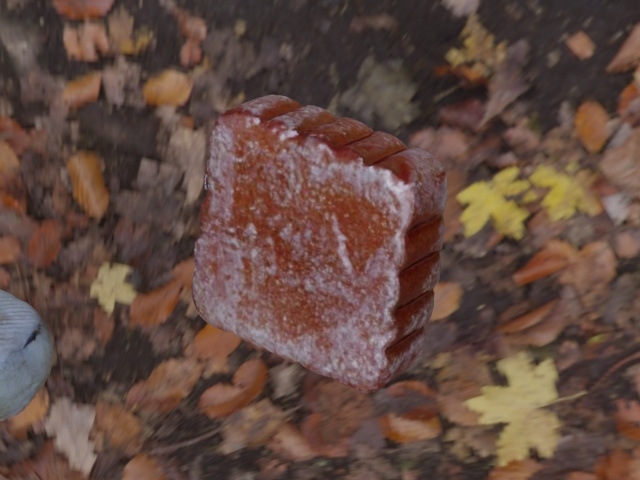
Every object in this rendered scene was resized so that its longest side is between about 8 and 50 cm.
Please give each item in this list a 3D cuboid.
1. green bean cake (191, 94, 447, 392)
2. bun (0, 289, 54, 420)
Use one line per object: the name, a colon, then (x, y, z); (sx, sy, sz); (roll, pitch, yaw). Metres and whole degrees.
green bean cake: (0.000, 0.000, 0.994); (0.135, 0.056, 0.136); (22, 118, 26)
bun: (-0.249, 0.083, 1.238); (0.140, 0.141, 0.083); (6, 111, -7)
